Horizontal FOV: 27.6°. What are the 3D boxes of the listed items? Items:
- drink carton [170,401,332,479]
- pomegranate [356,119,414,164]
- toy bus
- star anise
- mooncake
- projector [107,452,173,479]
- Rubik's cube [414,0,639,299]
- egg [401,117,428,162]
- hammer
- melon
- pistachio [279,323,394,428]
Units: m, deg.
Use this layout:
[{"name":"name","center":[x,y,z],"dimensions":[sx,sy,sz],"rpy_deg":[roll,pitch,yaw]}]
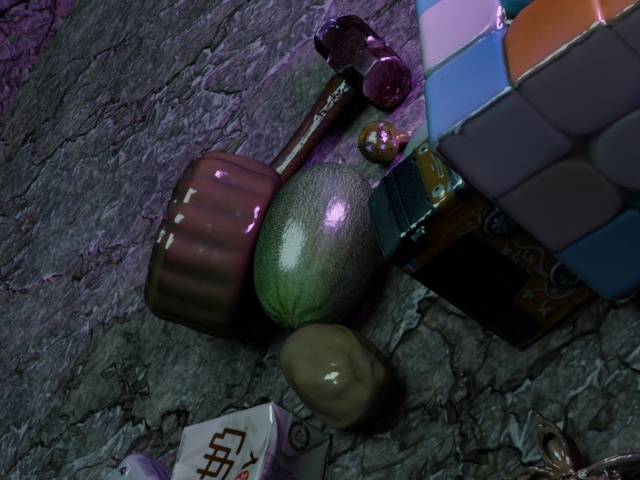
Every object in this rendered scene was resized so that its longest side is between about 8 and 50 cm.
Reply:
[{"name":"drink carton","center":[-0.117,0.398,1.755],"dimensions":[0.194,0.132,0.324],"rpy_deg":[-21,44,38]},{"name":"pomegranate","center":[0.100,-0.153,2.042],"dimensions":[0.084,0.073,0.073],"rpy_deg":[8,66,37]},{"name":"toy bus","center":[0.198,-0.001,1.592],"dimensions":[0.167,0.275,0.138],"rpy_deg":[-41,36,21]},{"name":"star anise","center":[0.282,0.284,1.431],"dimensions":[0.208,0.063,0.171],"rpy_deg":[5,69,49]},{"name":"mooncake","center":[-0.167,0.001,2.041],"dimensions":[0.290,0.161,0.290],"rpy_deg":[17,-90,-89]},{"name":"projector","center":[-0.293,0.467,1.927],"dimensions":[0.250,0.108,0.198],"rpy_deg":[-53,32,3]},{"name":"Rubik's cube","center":[0.342,-0.206,1.461],"dimensions":[0.346,0.347,0.344],"rpy_deg":[-32,38,28]},{"name":"egg","center":[0.214,-0.115,1.771],"dimensions":[0.231,0.168,0.168],"rpy_deg":[-35,38,27]},{"name":"hammer","center":[-0.015,-0.181,2.210],"dimensions":[0.409,0.095,0.242],"rpy_deg":[-54,33,10]},{"name":"melon","center":[0.000,0.000,1.922],"dimensions":[0.182,0.182,0.287],"rpy_deg":[-10,54,47]},{"name":"pistachio","center":[0.017,0.183,1.795],"dimensions":[0.136,0.136,0.226],"rpy_deg":[-58,27,-7]}]
